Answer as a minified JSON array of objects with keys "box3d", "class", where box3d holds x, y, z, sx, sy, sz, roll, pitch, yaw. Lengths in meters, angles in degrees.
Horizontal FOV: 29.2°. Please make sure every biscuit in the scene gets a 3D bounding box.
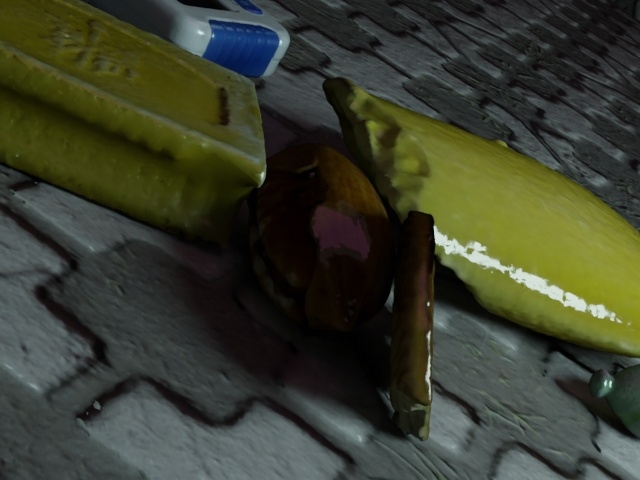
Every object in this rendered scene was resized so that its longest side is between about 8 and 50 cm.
[{"box3d":[0.071,0.064,0.927,0.031,0.176,0.228,3,-14,5],"class":"biscuit"}]

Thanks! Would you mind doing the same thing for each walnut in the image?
[{"box3d":[0.000,0.000,0.971,0.115,0.116,0.207,19,34,-29],"class":"walnut"}]

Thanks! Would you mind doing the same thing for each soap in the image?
[{"box3d":[0.191,-0.010,1.214,0.427,0.115,0.306,20,22,-28],"class":"soap"},{"box3d":[-0.200,-0.124,0.981,0.315,0.091,0.199,25,22,-18],"class":"soap"}]

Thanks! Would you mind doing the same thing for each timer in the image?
[{"box3d":[-0.169,-0.254,1.299,0.253,0.078,0.178,43,27,27],"class":"timer"}]

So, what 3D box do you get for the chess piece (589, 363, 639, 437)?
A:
[{"box3d":[0.368,0.168,1.101,0.271,0.139,0.139,17,24,-4],"class":"chess piece"}]
